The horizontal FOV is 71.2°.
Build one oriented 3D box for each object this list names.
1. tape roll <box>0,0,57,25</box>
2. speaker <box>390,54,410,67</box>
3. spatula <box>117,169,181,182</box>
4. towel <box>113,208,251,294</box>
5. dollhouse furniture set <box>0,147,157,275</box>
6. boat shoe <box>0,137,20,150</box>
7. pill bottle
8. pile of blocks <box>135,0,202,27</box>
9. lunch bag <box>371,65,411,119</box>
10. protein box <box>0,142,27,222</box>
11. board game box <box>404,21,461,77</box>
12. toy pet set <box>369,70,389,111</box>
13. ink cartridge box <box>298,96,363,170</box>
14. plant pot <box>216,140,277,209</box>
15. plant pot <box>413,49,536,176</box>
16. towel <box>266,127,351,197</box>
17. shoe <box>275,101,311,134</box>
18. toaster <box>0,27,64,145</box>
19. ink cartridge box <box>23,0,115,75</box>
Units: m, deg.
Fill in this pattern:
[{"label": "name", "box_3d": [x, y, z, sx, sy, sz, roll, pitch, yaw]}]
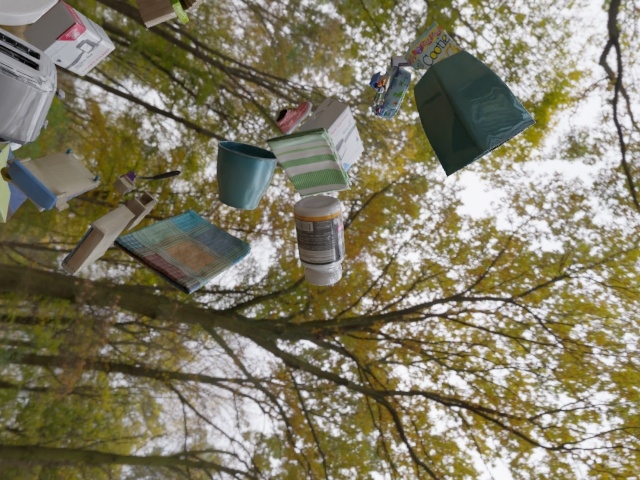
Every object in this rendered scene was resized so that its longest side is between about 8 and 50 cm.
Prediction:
[{"label": "tape roll", "box_3d": [-0.976, -0.838, 1.316, 0.072, 0.392, 0.392, -9, -111, 49]}, {"label": "speaker", "box_3d": [0.381, -0.801, 1.994, 0.055, 0.136, 0.055, 175, -90, -89]}, {"label": "spatula", "box_3d": [-0.777, -0.286, 2.015, 0.030, 0.296, 0.084, 87, -7, -52]}, {"label": "towel", "box_3d": [-0.397, 0.018, 1.362, 0.271, 0.370, 0.040, 31, -67, 7]}, {"label": "dollhouse furniture set", "box_3d": [-0.703, -0.112, 1.280, 0.198, 0.303, 0.286, -40, -170, 26]}, {"label": "boat shoe", "box_3d": [-1.166, -0.430, 1.521, 0.121, 0.335, 0.119, -47, 169, -43]}, {"label": "pill bottle", "box_3d": [0.000, 0.000, 1.511, 0.162, 0.162, 0.279, 33, -46, 53]}, {"label": "pile of blocks", "box_3d": [-0.332, -0.687, 1.192, 0.362, 0.149, 0.112, -46, 175, -3]}, {"label": "lunch bag", "box_3d": [0.303, -0.645, 1.954, 0.176, 0.090, 0.219, -105, -144, -66]}, {"label": "protein box", "box_3d": [-1.029, -0.180, 1.319, 0.136, 0.201, 0.200, -91, -171, -51]}, {"label": "board game box", "box_3d": [0.482, -0.692, 1.771, 0.144, 0.275, 0.142, -44, -178, 7]}, {"label": "toy pet set", "box_3d": [0.193, -0.532, 1.553, 0.065, 0.122, 0.114, 19, -109, 12]}, {"label": "ink cartridge box", "box_3d": [0.058, -0.454, 2.038, 0.129, 0.307, 0.223, 30, -105, 31]}, {"label": "plant pot", "box_3d": [-0.346, -0.285, 2.007, 0.271, 0.271, 0.255, 42, -57, 51]}, {"label": "plant pot", "box_3d": [0.337, -0.308, 1.053, 0.234, 0.165, 0.166, 59, -16, 3]}, {"label": "towel", "box_3d": [-0.034, -0.295, 1.752, 0.247, 0.325, 0.038, -7, -126, 20]}, {"label": "shoe", "box_3d": [-0.113, -0.533, 1.872, 0.063, 0.081, 0.178, 31, -101, 42]}, {"label": "toaster", "box_3d": [-0.572, -0.279, 0.763, 0.146, 0.227, 0.129, -45, -133, 21]}, {"label": "ink cartridge box", "box_3d": [-0.543, -0.437, 0.979, 0.109, 0.063, 0.150, -37, -179, 7]}]
